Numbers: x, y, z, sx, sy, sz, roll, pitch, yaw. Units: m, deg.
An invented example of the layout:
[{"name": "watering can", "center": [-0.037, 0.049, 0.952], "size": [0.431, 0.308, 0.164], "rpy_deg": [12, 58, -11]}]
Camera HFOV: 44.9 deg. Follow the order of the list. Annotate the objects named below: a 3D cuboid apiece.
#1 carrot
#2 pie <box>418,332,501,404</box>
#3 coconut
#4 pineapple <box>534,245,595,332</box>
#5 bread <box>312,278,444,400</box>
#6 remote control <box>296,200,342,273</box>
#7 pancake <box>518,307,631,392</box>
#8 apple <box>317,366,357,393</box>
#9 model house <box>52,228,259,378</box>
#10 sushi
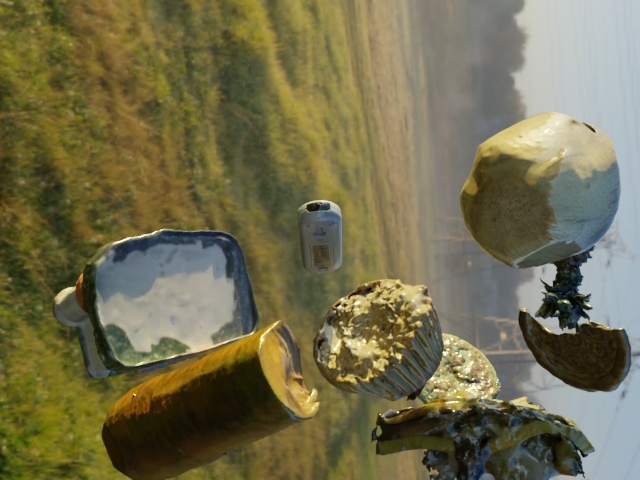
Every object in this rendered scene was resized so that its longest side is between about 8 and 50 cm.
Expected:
[{"name": "carrot", "center": [-0.122, 0.178, 0.826], "size": [0.114, 0.302, 0.114], "rpy_deg": [28, 48, -36]}, {"name": "pie", "center": [0.288, 0.297, 1.723], "size": [0.240, 0.241, 0.054], "rpy_deg": [-81, -169, -50]}, {"name": "coconut", "center": [0.299, -0.068, 1.037], "size": [0.224, 0.224, 0.224], "rpy_deg": [-4, 90, -80]}, {"name": "pineapple", "center": [0.371, 0.025, 1.167], "size": [0.103, 0.083, 0.221], "rpy_deg": [59, 38, -64]}, {"name": "bread", "center": [0.118, 0.197, 1.546], "size": [0.149, 0.274, 0.274], "rpy_deg": [52, 27, -28]}, {"name": "remote control", "center": [0.000, 0.000, 1.540], "size": [0.244, 0.087, 0.047], "rpy_deg": [85, 3, -60]}, {"name": "pancake", "center": [0.400, 0.161, 1.217], "size": [0.184, 0.020, 0.190], "rpy_deg": [54, -36, 12]}, {"name": "apple", "center": [0.093, 0.317, 2.155], "size": [0.188, 0.211, 0.211], "rpy_deg": [17, -63, 58]}, {"name": "model house", "center": [-0.295, 0.118, 1.241], "size": [0.271, 0.301, 0.190], "rpy_deg": [-11, 79, -44]}, {"name": "sushi", "center": [0.224, 0.274, 1.070], "size": [0.139, 0.291, 0.131], "rpy_deg": [19, 66, -70]}]
